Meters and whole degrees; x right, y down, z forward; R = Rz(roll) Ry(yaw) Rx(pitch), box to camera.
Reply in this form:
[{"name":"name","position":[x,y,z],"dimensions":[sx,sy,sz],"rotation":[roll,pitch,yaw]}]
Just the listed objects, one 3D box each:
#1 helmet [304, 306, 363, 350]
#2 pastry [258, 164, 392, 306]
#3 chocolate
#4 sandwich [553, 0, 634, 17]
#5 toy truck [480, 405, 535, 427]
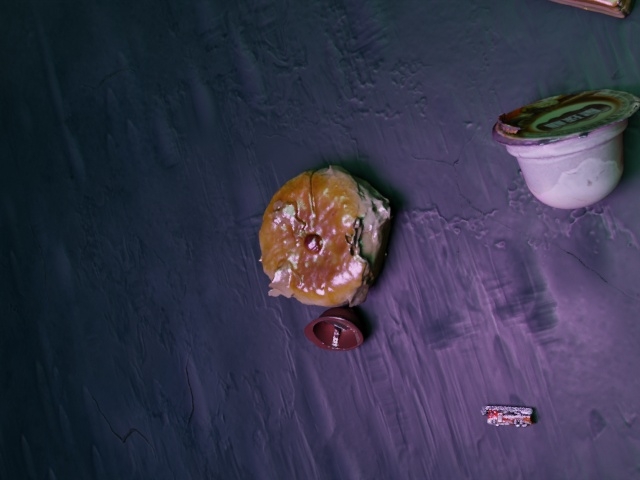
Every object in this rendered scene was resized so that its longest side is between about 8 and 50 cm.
[{"name":"helmet","position":[0.031,0.146,1.356],"dimensions":[0.111,0.057,0.089],"rotation":[-14,128,35]},{"name":"pastry","position":[-0.001,-0.006,1.330],"dimensions":[0.236,0.121,0.257],"rotation":[22,103,28]},{"name":"chocolate","position":[0.351,-0.122,1.100],"dimensions":[0.221,0.221,0.147],"rotation":[4,120,31]},{"name":"sandwich","position":[0.377,-0.399,1.106],"dimensions":[0.163,0.079,0.113],"rotation":[24,103,29]},{"name":"toy truck","position":[0.298,0.281,1.225],"dimensions":[0.083,0.024,0.032],"rotation":[-7,67,29]}]
